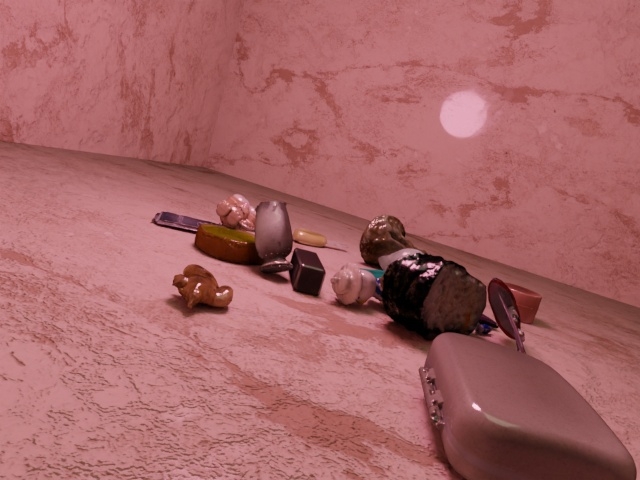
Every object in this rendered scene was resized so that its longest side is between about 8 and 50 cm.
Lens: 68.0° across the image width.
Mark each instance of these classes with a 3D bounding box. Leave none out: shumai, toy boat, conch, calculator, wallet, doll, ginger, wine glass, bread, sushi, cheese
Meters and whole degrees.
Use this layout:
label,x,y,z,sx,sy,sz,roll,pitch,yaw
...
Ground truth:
label,x,y,z,sx,sy,sz,roll,pitch,yaw
shumai,0.297,0.029,1.888,0.272,0.222,0.203,19,9,-40
toy boat,0.503,0.211,1.277,0.072,0.219,0.318,-20,2,19
conch,0.300,0.095,1.737,0.185,0.121,0.221,25,-13,4
calculator,-0.446,-0.054,1.675,0.274,0.028,0.166,13,11,-15
wallet,0.492,0.238,1.539,0.111,0.030,0.166,13,10,-12
doll,-0.295,-0.089,1.685,0.154,0.119,0.278,40,3,-9
ginger,-0.271,0.094,1.039,0.133,0.059,0.214,14,11,-40
wine glass,-0.136,-0.009,1.382,0.111,0.204,0.111,-7,-15,-2
doll,0.150,0.132,1.339,0.293,0.119,0.138,12,-10,-33
bread,-0.273,0.010,1.478,0.236,0.070,0.236,15,8,-2
sushi,0.304,0.147,1.266,0.171,0.211,0.350,19,4,43
cheese,0.000,0.000,2.029,0.255,0.050,0.127,14,8,-22

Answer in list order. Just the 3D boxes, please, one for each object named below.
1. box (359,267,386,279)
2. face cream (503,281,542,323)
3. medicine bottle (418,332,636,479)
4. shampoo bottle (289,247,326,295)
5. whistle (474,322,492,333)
label,x,y,z,sx,sy,sz,roll,pitch,yaw
box,0.233,0.150,1.580,0.161,0.042,0.226,7,14,-39
face cream,0.723,0.228,1.745,0.149,0.104,0.149,15,10,-3
medicine bottle,0.311,0.275,0.778,0.282,0.123,0.375,18,9,3
shampoo bottle,-0.044,0.084,1.401,0.079,0.080,0.246,16,10,-11
whistle,0.482,0.259,1.398,0.083,0.033,0.029,9,8,-38
